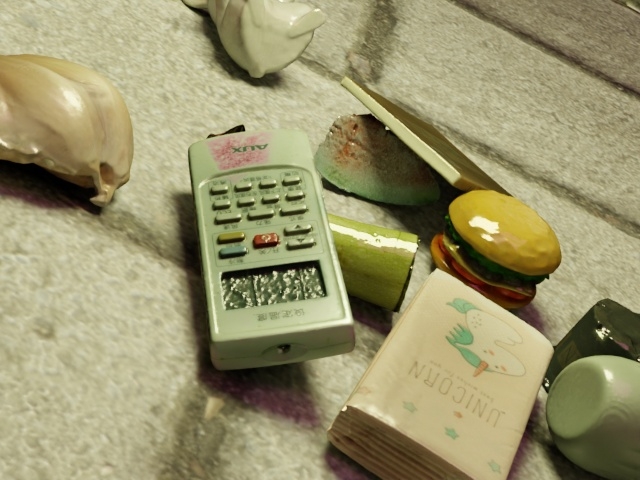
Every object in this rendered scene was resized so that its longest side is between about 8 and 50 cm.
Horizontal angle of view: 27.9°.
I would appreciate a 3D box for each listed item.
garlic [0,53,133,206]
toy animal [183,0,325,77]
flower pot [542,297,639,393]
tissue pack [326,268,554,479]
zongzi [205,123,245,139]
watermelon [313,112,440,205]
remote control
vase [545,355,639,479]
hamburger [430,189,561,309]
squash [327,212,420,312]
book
[{"bbox_3d":[-0.296,-0.141,1.389,0.228,0.110,0.217,31,24,4],"label":"garlic"},{"bbox_3d":[-0.106,-0.352,1.875,0.140,0.138,0.282,7,33,-27],"label":"toy animal"},{"bbox_3d":[0.344,0.142,1.502,0.157,0.107,0.157,20,29,-12],"label":"flower pot"},{"bbox_3d":[0.134,0.153,1.327,0.170,0.071,0.325,33,29,4],"label":"tissue pack"},{"bbox_3d":[-0.116,-0.100,1.553,0.067,0.073,0.083,28,-12,-2],"label":"zongzi"},{"bbox_3d":[0.075,-0.100,1.686,0.180,0.094,0.081,33,20,-24],"label":"watermelon"},{"bbox_3d":[-0.059,-0.002,1.354,0.145,0.050,0.344,-8,40,-5],"label":"remote control"},{"bbox_3d":[0.364,0.212,1.396,0.248,0.128,0.128,25,27,-26],"label":"vase"},{"bbox_3d":[0.216,0.012,1.589,0.162,0.115,0.162,20,28,-11],"label":"hamburger"},{"bbox_3d":[0.000,0.000,1.455,0.224,0.094,0.094,21,28,3],"label":"squash"},{"bbox_3d":[0.165,-0.119,1.751,0.217,0.021,0.310,44,12,25],"label":"book"}]
